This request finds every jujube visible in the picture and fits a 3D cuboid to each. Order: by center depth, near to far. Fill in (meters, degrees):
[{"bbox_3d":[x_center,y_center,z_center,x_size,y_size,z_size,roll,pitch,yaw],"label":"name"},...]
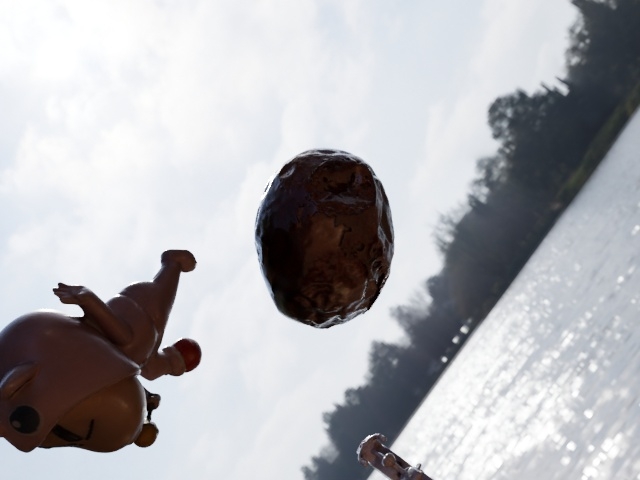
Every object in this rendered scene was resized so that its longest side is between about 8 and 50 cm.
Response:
[{"bbox_3d":[0.000,0.000,1.038,0.183,0.183,0.243,-46,-17,-31],"label":"jujube"}]

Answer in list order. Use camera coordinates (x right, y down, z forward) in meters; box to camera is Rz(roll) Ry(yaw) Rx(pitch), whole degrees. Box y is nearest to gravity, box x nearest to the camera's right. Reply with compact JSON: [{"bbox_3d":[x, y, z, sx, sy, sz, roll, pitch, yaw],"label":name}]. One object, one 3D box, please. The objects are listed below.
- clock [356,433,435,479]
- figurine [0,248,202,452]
[{"bbox_3d":[0.091,0.258,0.961,0.041,0.087,0.129,-51,17,-12],"label":"clock"},{"bbox_3d":[-0.226,0.133,0.938,0.287,0.186,0.176,-31,-13,-51],"label":"figurine"}]
